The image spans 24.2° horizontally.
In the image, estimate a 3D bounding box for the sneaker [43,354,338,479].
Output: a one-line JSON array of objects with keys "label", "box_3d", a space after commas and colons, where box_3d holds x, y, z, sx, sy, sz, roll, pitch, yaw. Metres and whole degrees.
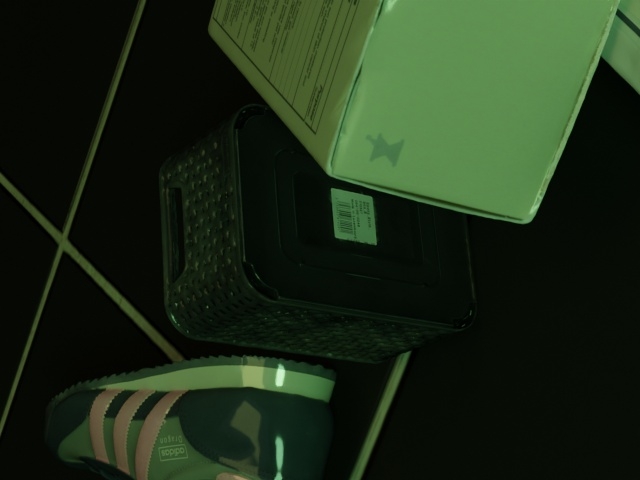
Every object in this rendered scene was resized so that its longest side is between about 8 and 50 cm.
[{"label": "sneaker", "box_3d": [-0.112, 0.165, 1.083, 0.319, 0.112, 0.131, -19, 64, 51]}]

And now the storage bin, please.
[{"label": "storage bin", "box_3d": [0.000, 0.000, 0.917, 0.084, 0.180, 0.122, -27, 60, 46]}]

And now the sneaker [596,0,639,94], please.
[{"label": "sneaker", "box_3d": [0.212, -0.090, 0.729, 0.258, 0.094, 0.091, 53, 128, 46]}]

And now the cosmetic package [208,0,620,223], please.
[{"label": "cosmetic package", "box_3d": [0.040, -0.138, 0.884, 0.296, 0.129, 0.153, -124, 51, -62]}]
